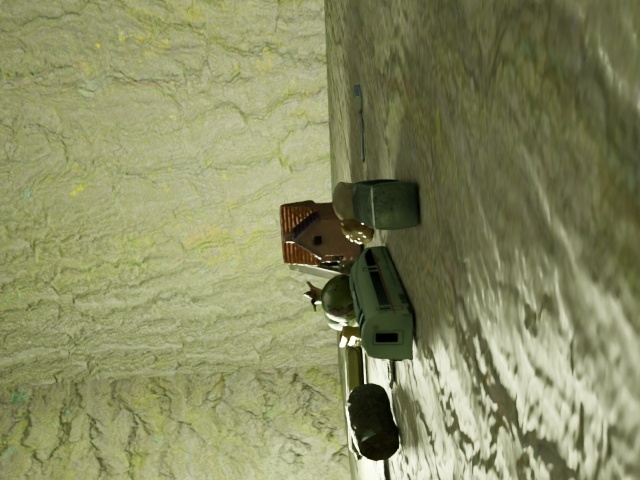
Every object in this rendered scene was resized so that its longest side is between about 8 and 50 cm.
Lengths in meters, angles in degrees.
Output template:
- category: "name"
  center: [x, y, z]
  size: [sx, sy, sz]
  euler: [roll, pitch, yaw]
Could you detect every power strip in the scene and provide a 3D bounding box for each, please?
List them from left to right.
- category: "power strip"
  center: [0.116, 0.510, 2.284]
  size: [0.092, 0.066, 0.387]
  euler: [-51, -41, -80]

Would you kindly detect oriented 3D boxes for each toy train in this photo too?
- category: "toy train"
  center: [0.101, 0.097, 1.342]
  size: [0.407, 0.088, 0.086]
  euler: [-95, 1, -73]

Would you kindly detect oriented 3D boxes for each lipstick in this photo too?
- category: "lipstick"
  center: [0.099, -0.062, 1.172]
  size: [0.289, 0.078, 0.076]
  euler: [-122, 29, -85]

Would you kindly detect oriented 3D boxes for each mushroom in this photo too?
- category: "mushroom"
  center: [0.080, -0.072, 1.768]
  size: [0.212, 0.088, 0.097]
  euler: [-105, 0, -51]

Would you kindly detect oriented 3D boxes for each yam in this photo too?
- category: "yam"
  center: [0.111, 0.391, 1.532]
  size: [0.183, 0.107, 0.107]
  euler: [-105, 12, -71]

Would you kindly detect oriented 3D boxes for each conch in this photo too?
- category: "conch"
  center: [0.079, 0.223, 2.323]
  size: [0.153, 0.102, 0.135]
  euler: [11, 94, 55]

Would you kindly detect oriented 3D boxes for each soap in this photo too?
- category: "soap"
  center: [0.096, 0.240, 1.813]
  size: [0.252, 0.092, 0.037]
  euler: [91, 177, -77]

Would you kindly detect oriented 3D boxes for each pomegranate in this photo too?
- category: "pomegranate"
  center: [0.046, 0.179, 2.185]
  size: [0.148, 0.169, 0.148]
  euler: [-15, -90, -72]

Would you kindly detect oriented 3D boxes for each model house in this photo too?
- category: "model house"
  center: [0.000, 0.000, 2.147]
  size: [0.237, 0.238, 0.202]
  euler: [-98, 7, -71]

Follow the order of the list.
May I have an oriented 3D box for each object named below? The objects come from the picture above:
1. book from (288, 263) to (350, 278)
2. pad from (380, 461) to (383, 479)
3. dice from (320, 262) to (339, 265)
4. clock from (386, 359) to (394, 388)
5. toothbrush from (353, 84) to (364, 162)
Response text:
- category: "book"
  center: [0.009, 0.098, 2.323]
  size: [0.160, 0.228, 0.024]
  euler: [92, -168, -79]
- category: "pad"
  center: [0.153, 0.584, 1.825]
  size: [0.159, 0.009, 0.264]
  euler: [78, -171, -65]
- category: "dice"
  center: [0.044, 0.012, 2.354]
  size: [0.146, 0.146, 0.143]
  euler: [121, 148, -81]
- category: "clock"
  center: [0.146, 0.272, 1.515]
  size: [0.083, 0.010, 0.074]
  euler: [92, 174, -69]
- category: "toothbrush"
  center: [0.099, -0.291, 1.805]
  size: [0.013, 0.019, 0.193]
  euler: [-117, 22, -85]
